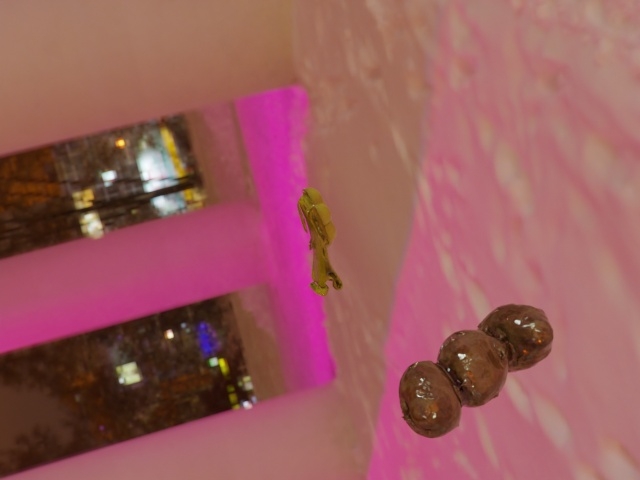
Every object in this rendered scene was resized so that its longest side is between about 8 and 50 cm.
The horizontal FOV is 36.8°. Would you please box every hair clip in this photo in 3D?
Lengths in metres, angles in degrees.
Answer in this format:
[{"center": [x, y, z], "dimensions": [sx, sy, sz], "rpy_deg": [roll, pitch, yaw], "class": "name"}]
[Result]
[{"center": [0.000, 0.000, 1.424], "dimensions": [0.072, 0.046, 0.173], "rpy_deg": [41, 146, 56], "class": "hair clip"}]

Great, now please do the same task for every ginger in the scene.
[{"center": [0.161, 0.132, 1.007], "dimensions": [0.080, 0.204, 0.104], "rpy_deg": [60, 154, 1], "class": "ginger"}]
